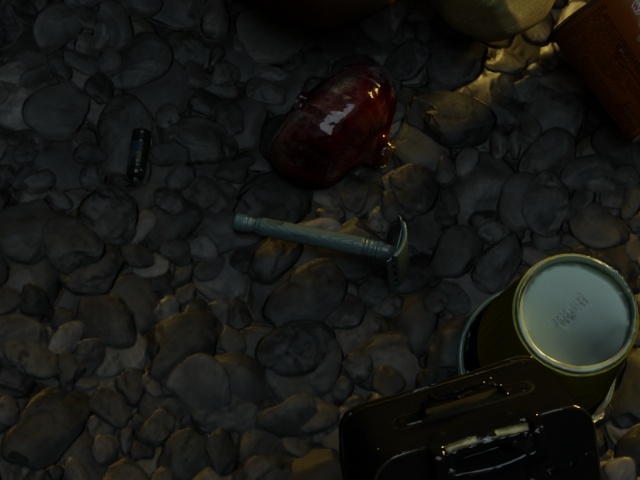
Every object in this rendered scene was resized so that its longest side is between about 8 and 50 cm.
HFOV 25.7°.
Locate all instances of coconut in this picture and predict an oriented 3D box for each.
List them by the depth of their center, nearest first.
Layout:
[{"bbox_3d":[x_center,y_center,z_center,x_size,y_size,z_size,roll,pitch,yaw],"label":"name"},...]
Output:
[{"bbox_3d":[0.235,-0.391,1.915,0.224,0.224,0.224,2,70,-5],"label":"coconut"}]

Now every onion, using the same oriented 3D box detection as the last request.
[{"bbox_3d":[0.031,-0.158,1.866,0.151,0.098,0.206,34,70,8],"label":"onion"}]

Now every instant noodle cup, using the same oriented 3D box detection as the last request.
[{"bbox_3d":[0.286,0.124,1.717,0.215,0.236,0.215,1,71,-3],"label":"instant noodle cup"},{"bbox_3d":[0.448,-0.252,1.885,0.230,0.230,0.182,-26,83,-14],"label":"instant noodle cup"}]

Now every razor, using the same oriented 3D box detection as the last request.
[{"bbox_3d":[0.000,0.000,1.824,0.232,0.106,0.068,10,68,11],"label":"razor"}]

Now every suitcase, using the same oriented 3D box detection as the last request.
[{"bbox_3d":[0.188,0.346,1.576,0.283,0.194,0.434,-15,114,-9],"label":"suitcase"}]

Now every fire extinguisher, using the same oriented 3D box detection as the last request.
[{"bbox_3d":[-0.239,-0.106,1.860,0.038,0.025,0.083,16,67,-24],"label":"fire extinguisher"}]

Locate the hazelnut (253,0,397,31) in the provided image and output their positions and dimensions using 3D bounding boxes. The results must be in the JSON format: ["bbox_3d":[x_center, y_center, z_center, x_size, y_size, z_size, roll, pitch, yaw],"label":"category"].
[{"bbox_3d":[0.002,-0.466,1.845,0.366,0.366,0.366,2,70,-5],"label":"hazelnut"}]
